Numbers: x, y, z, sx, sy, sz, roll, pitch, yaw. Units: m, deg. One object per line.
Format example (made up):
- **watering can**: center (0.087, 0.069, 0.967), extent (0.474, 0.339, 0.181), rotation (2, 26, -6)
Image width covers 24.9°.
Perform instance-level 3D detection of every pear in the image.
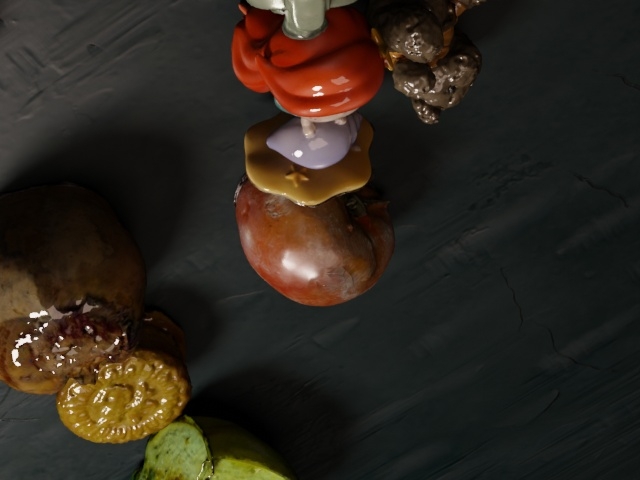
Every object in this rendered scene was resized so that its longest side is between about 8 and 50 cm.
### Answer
- **pear**: center (-0.127, 0.362, 2.120), extent (0.255, 0.164, 0.238), rotation (10, 116, -32)

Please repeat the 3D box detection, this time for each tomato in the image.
- **tomato**: center (0.000, 0.000, 1.844), extent (0.181, 0.155, 0.214), rotation (-41, 131, 23)

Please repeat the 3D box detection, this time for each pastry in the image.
- **pastry**: center (-0.264, 0.185, 1.949), extent (0.189, 0.103, 0.188), rotation (-9, 133, -10)

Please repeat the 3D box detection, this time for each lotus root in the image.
- **lotus root**: center (-0.327, 0.082, 1.767), extent (0.272, 0.192, 0.272), rotation (-10, 124, -16)

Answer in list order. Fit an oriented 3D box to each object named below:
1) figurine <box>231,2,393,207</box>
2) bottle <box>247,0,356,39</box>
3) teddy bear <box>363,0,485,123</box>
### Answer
- **figurine**: center (-0.015, -0.179, 1.641), extent (0.181, 0.208, 0.257), rotation (7, 148, -1)
- **bottle**: center (-0.019, -0.383, 1.442), extent (0.229, 0.229, 0.351), rotation (-10, 126, -10)
- **teddy bear**: center (0.126, -0.233, 1.694), extent (0.140, 0.177, 0.190), rotation (11, 145, 35)
